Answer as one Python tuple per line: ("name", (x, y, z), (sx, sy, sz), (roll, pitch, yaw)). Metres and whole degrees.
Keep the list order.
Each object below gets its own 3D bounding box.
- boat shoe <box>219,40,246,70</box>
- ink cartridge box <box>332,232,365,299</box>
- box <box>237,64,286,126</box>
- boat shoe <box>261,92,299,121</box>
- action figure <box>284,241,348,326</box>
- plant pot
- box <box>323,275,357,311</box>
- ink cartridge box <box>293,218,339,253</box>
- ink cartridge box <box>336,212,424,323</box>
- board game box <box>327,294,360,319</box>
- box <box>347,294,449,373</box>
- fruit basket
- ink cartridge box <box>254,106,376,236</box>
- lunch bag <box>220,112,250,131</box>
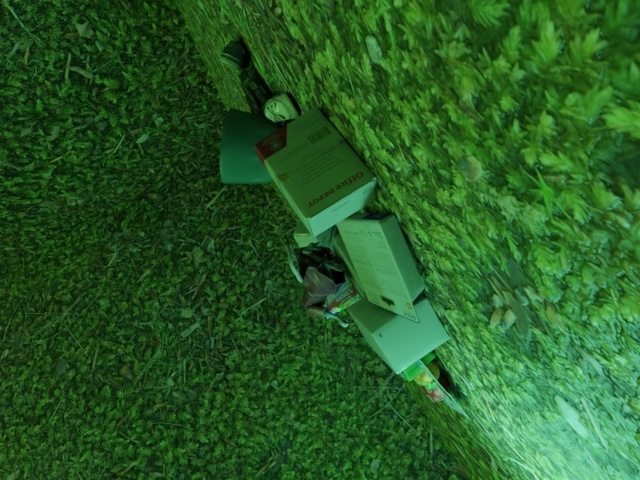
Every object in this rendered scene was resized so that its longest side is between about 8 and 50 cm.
("boat shoe", (-0.353, -0.768, 1.881), (0.116, 0.099, 0.319), (22, -165, -13))
("ink cartridge box", (0.161, 0.091, 1.771), (0.223, 0.129, 0.307), (58, 174, 18))
("box", (-0.240, -0.564, 1.952), (0.242, 0.077, 0.307), (56, 174, 13))
("boat shoe", (-0.154, -0.471, 1.644), (0.098, 0.096, 0.277), (61, 173, -22))
("action figure", (-0.019, 0.204, 1.818), (0.248, 0.276, 0.370), (-102, 19, -44))
("plant pot", (-0.248, -0.353, 1.778), (0.293, 0.235, 0.292), (-172, 90, -88))
("box", (0.093, 0.252, 2.303), (0.142, 0.300, 0.154), (55, 175, 9))
("ink cartridge box", (0.000, 0.000, 2.183), (0.283, 0.117, 0.207), (63, -144, -39))
("ink cartridge box", (0.189, 0.070, 1.416), (0.329, 0.072, 0.324), (65, 163, -14))
("board game box", (0.109, 0.296, 2.507), (0.144, 0.275, 0.142), (59, 174, -7))
("box", (0.259, 0.288, 1.593), (0.168, 0.215, 0.345), (59, 174, -9))
("fruit basket", (0.435, 0.576, 1.878), (0.353, 0.165, 0.327), (54, 173, 6))
("ink cartridge box", (-0.015, -0.198, 1.300), (0.306, 0.226, 0.131), (56, 174, 23))
("lunch bag", (-0.306, -0.432, 2.034), (0.287, 0.169, 0.235), (32, 152, 59))
